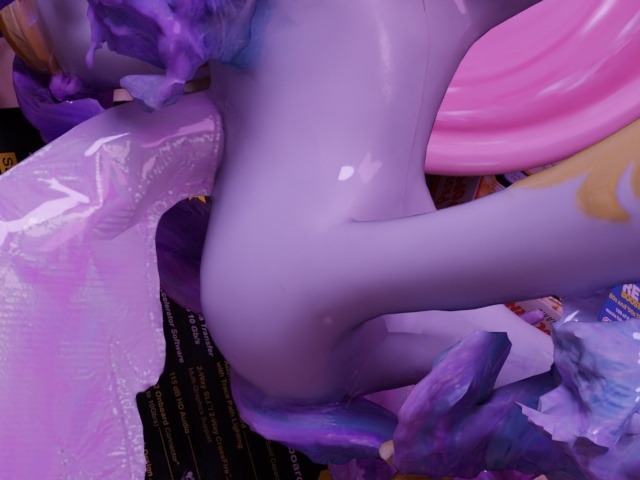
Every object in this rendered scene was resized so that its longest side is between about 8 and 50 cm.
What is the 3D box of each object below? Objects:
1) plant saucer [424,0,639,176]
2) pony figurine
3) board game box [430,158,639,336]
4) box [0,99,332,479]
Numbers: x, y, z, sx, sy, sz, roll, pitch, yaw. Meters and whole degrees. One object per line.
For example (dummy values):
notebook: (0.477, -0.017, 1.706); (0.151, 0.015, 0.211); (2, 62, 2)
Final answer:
plant saucer: (0.062, -0.197, 0.730); (0.332, 0.084, 0.332); (-1, 93, -16)
pony figurine: (0.000, 0.000, 0.449); (0.303, 0.363, 0.351); (3, 87, -45)
board game box: (0.138, -0.032, 0.825); (0.147, 0.045, 0.193); (36, 55, -23)
box: (-0.083, 0.106, 0.577); (0.257, 0.079, 0.322); (-9, 79, -42)
